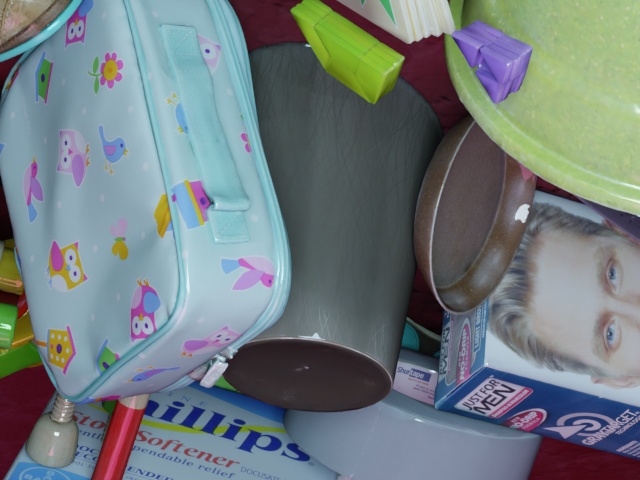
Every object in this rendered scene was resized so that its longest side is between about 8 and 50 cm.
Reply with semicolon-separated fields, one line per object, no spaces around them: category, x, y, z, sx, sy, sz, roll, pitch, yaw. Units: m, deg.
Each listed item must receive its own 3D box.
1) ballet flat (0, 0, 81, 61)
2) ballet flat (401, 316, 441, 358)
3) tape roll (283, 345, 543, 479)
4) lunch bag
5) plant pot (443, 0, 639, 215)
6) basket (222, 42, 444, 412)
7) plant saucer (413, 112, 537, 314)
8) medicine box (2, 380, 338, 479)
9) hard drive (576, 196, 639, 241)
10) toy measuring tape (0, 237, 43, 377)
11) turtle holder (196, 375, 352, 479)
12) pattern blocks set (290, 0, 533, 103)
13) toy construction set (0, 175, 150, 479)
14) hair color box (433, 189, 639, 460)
ballet flat;-0.314;-0.148;1.159;0.342;0.116;0.124;-22;120;40
ballet flat;0.083;0.119;1.568;0.248;0.086;0.086;22;148;-26
tape roll;0.081;0.156;1.406;0.219;0.072;0.219;18;-170;-3
lunch bag;-0.122;-0.033;1.128;0.108;0.279;0.224;1;155;-39
plant pot;0.206;-0.192;0.832;0.276;0.276;0.254;4;140;5
basket;0.000;0.000;1.215;0.154;0.227;0.204;-14;144;32
plant saucer;0.114;-0.028;1.220;0.029;0.168;0.168;16;158;30
medicine box;-0.131;0.245;1.396;0.263;0.289;0.149;16;112;-1
hard drive;0.290;-0.056;1.229;0.255;0.054;0.172;30;143;-34
toy measuring tape;-0.218;0.032;1.481;0.330;0.121;0.121;-23;145;6
turtle holder;-0.050;0.222;1.660;0.227;0.243;0.320;-22;102;17
pattern blocks set;-0.004;-0.189;0.874;0.325;0.026;0.285;41;160;31
toy construction set;-0.253;0.033;1.265;0.309;0.257;0.237;26;114;11
hair color box;0.278;0.087;1.363;0.347;0.174;0.105;15;151;-14
